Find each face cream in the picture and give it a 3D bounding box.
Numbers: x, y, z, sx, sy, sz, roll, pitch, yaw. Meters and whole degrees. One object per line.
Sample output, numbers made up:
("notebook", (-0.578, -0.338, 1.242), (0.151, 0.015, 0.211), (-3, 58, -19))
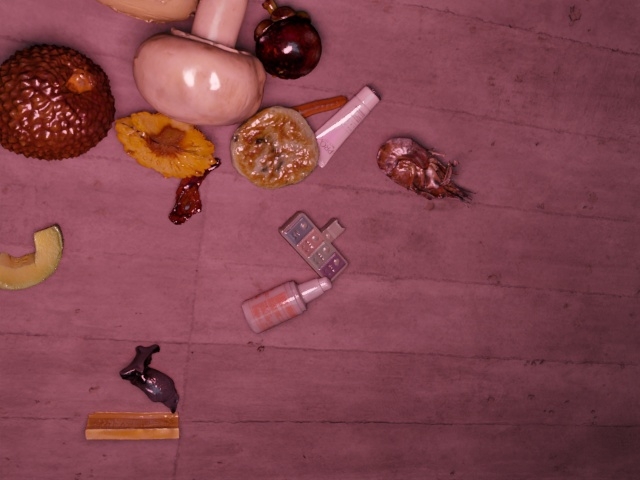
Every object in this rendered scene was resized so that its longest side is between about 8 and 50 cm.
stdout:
("face cream", (-0.086, 0.166, 1.600), (0.252, 0.101, 0.101), (-25, 110, 3))
("face cream", (0.057, -0.311, 1.540), (0.243, 0.058, 0.092), (-45, 115, 9))

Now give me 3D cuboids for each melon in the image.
("melon", (-0.730, 0.047, 1.450), (0.210, 0.064, 0.118), (-26, 111, -2))

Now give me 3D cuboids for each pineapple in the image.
("pineapple", (-0.378, -0.250, 1.439), (0.250, 0.164, 0.140), (15, 141, -13))

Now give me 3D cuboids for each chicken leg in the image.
("chicken leg", (-0.334, -0.131, 1.500), (0.093, 0.053, 0.205), (16, 110, -41))

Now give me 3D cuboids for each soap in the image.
("soap", (-0.528, 0.521, 1.619), (0.252, 0.092, 0.037), (4, 103, -15))

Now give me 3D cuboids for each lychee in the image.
("lychee", (-0.609, -0.299, 1.284), (0.268, 0.267, 0.267), (-4, 107, -12))

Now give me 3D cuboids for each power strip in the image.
("power strip", (0.000, 0.000, 1.618), (0.145, 0.061, 0.215), (-43, 111, -6))

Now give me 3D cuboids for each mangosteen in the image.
("mangosteen", (-0.075, -0.486, 1.402), (0.173, 0.172, 0.184), (17, 82, -17))

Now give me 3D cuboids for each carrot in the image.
("carrot", (-0.045, -0.341, 1.511), (0.248, 0.043, 0.043), (-17, 109, -10))

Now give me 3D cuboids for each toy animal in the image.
("toy animal", (-0.479, 0.407, 1.601), (0.117, 0.121, 0.210), (-15, 117, 11))

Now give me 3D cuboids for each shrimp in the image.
("shrimp", (0.312, -0.187, 1.603), (0.343, 0.116, 0.145), (25, 113, -19))

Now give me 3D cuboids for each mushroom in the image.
("mushroom", (-0.260, -0.429, 1.300), (0.314, 0.314, 0.336), (13, 98, -17))

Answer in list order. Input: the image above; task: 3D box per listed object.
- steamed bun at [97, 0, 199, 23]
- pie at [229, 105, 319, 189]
("steamed bun", (-0.392, -0.615, 1.281), (0.273, 0.166, 0.232), (12, 101, -17))
("pie", (-0.117, -0.238, 1.491), (0.241, 0.054, 0.240), (-8, 123, -12))
